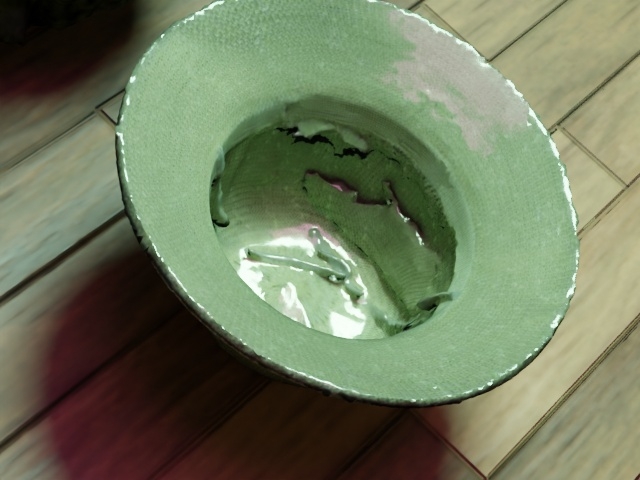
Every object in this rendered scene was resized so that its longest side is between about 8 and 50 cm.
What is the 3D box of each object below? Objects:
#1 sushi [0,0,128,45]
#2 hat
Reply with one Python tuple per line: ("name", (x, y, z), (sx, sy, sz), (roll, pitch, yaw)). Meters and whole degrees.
("sushi", (-0.195, -0.294, 0.929), (0.294, 0.178, 0.352), (-3, 60, -3))
("hat", (0.000, 0.000, 0.867), (0.257, 0.130, 0.257), (11, 55, -16))
